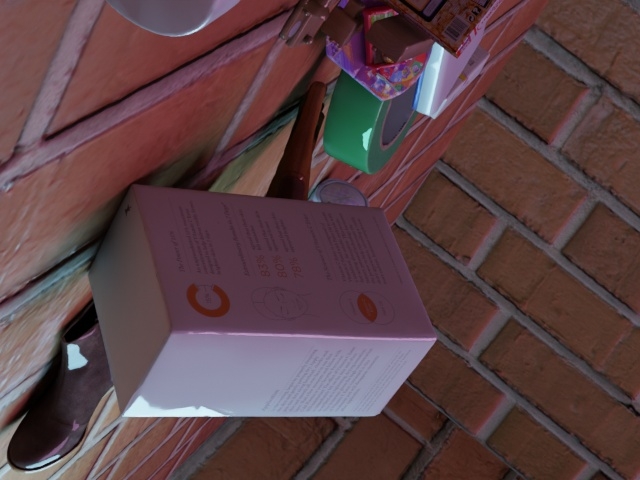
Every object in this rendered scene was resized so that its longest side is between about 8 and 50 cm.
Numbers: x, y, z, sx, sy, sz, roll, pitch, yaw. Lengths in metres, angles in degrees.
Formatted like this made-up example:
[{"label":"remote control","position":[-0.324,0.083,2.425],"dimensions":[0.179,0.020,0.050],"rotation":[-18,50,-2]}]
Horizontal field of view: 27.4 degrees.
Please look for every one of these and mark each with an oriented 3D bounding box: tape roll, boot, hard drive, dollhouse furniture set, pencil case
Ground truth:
[{"label":"tape roll","position":[0.110,-0.257,1.958],"dimensions":[0.321,0.077,0.321],"rotation":[-60,169,-20]},{"label":"boot","position":[-0.030,-0.085,1.821],"dimensions":[0.264,0.096,0.280],"rotation":[88,21,-80]},{"label":"hard drive","position":[0.209,-0.357,1.880],"dimensions":[0.210,0.040,0.318],"rotation":[-57,165,-35]},{"label":"dollhouse furniture set","position":[0.038,-0.239,1.584],"dimensions":[0.123,0.151,0.144],"rotation":[-55,170,26]},{"label":"boot","position":[-0.334,0.179,1.735],"dimensions":[0.248,0.090,0.207],"rotation":[-46,159,-26]},{"label":"pencil case","position":[0.000,0.000,2.614],"dimensions":[0.113,0.124,0.273],"rotation":[-44,171,-46]}]

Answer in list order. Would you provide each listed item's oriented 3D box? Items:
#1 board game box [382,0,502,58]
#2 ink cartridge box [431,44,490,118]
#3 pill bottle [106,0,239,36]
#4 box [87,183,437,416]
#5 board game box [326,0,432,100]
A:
[{"label":"board game box","position":[0.128,-0.329,1.520],"dimensions":[0.146,0.193,0.045],"rotation":[-51,173,4]},{"label":"ink cartridge box","position":[0.208,-0.307,2.415],"dimensions":[0.198,0.115,0.067],"rotation":[-45,171,-33]},{"label":"pill bottle","position":[-0.039,-0.271,0.924],"dimensions":[0.283,0.160,0.160],"rotation":[-45,170,-36]},{"label":"box","position":[-0.072,0.078,1.558],"dimensions":[0.345,0.215,0.168],"rotation":[5,137,-30]},{"label":"board game box","position":[0.090,-0.268,1.756],"dimensions":[0.133,0.169,0.033],"rotation":[-55,-146,-2]}]
